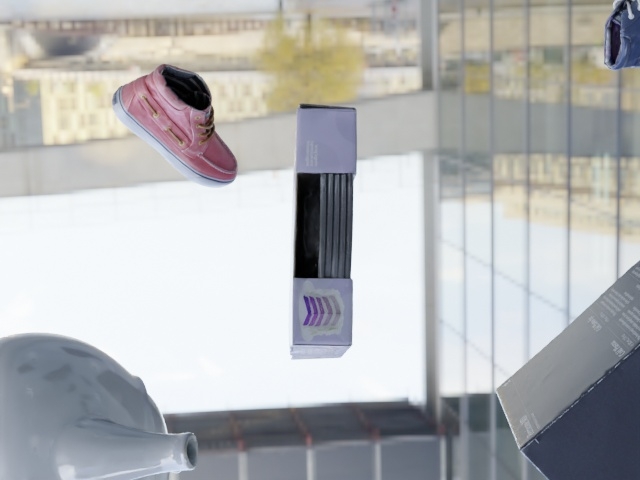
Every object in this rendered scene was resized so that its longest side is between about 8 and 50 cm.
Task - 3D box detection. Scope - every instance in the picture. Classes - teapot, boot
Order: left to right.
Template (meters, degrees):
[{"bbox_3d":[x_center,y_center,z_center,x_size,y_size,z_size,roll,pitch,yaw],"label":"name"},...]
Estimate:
[{"bbox_3d":[-0.222,0.203,1.208,0.187,0.252,0.256,1,-146,-20],"label":"teapot"},{"bbox_3d":[0.406,-0.301,1.607,0.086,0.190,0.069,-11,-150,-22],"label":"boot"}]

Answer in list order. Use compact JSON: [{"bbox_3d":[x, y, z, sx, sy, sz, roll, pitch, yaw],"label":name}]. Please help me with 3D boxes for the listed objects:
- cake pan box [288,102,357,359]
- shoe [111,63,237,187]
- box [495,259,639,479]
[{"bbox_3d":[0.000,0.000,1.384,0.070,0.245,0.267,0,171,-1],"label":"cake pan box"},{"bbox_3d":[-0.138,-0.124,1.422,0.081,0.063,0.178,-25,133,36],"label":"shoe"},{"bbox_3d":[0.426,0.202,1.776,0.312,0.179,0.343,-42,-177,7],"label":"box"}]
